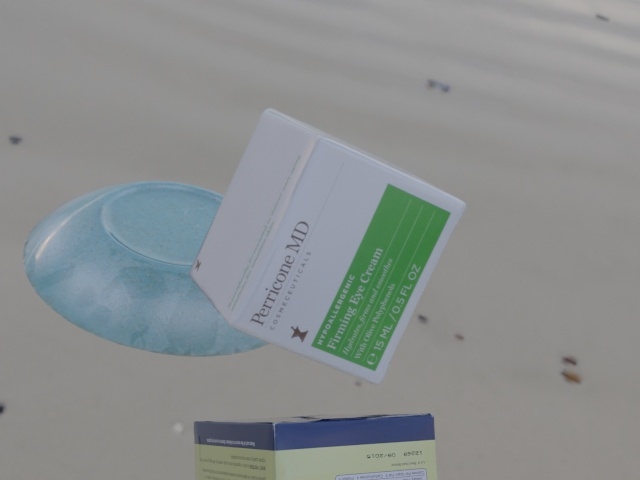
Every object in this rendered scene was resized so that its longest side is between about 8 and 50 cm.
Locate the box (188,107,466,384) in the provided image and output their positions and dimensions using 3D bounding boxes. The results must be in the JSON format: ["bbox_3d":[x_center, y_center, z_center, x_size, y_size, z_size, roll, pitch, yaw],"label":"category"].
[{"bbox_3d":[0.000,0.000,0.578,0.087,0.101,0.102,23,5,-21],"label":"box"}]

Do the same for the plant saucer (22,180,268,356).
[{"bbox_3d":[-0.097,0.003,0.764,0.195,0.037,0.195,11,30,-6],"label":"plant saucer"}]

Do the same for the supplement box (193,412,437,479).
[{"bbox_3d":[-0.003,0.100,0.380,0.056,0.083,0.083,1,-8,-23],"label":"supplement box"}]
